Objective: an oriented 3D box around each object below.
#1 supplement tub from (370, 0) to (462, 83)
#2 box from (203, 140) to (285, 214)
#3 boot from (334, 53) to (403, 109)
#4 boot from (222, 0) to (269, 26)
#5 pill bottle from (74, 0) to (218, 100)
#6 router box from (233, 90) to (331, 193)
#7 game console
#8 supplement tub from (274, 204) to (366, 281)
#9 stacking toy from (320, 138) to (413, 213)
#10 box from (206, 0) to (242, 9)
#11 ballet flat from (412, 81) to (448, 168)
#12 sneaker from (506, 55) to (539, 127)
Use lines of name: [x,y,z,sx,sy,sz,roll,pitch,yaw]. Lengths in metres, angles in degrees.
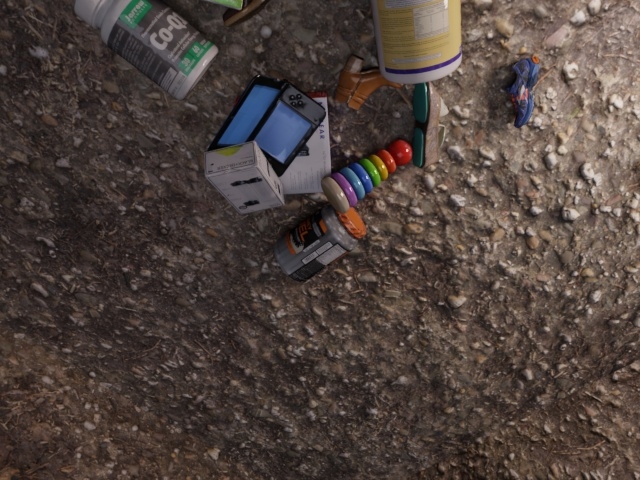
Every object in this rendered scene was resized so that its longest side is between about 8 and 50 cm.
supplement tub: [0.262,-0.631,1.287,0.241,0.241,0.331,-9,129,7]
box: [-0.233,-0.191,1.489,0.169,0.087,0.290,-12,159,10]
boot: [0.152,-0.487,1.501,0.197,0.073,0.152,24,119,-1]
boot: [-0.229,-0.768,1.346,0.248,0.090,0.207,-31,104,20]
pill bottle: [-0.500,-0.600,1.367,0.361,0.204,0.204,36,116,-19]
router box: [-0.117,-0.325,1.596,0.301,0.082,0.335,-3,121,3]
game console: [-0.159,-0.335,1.442,0.250,0.173,0.293,33,117,-17]
supplement tub: [0.000,0.000,1.728,0.316,0.193,0.193,-35,114,19]
stacking toy: [0.169,-0.233,1.588,0.330,0.141,0.141,-34,118,-8]
box: [-0.298,-0.802,1.224,0.232,0.058,0.322,7,109,-17]
ballet flat: [0.363,-0.393,1.546,0.106,0.107,0.316,-14,128,-13]
sneaker: [0.639,-0.472,1.500,0.087,0.083,0.221,4,117,15]
